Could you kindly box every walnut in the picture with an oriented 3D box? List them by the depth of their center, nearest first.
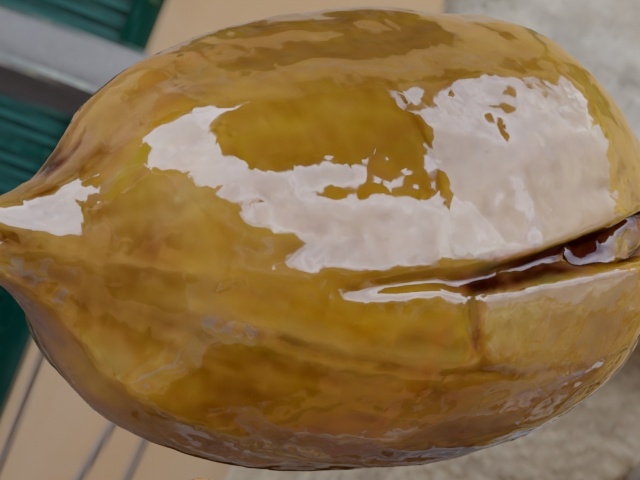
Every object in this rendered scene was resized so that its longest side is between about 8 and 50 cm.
[{"bbox_3d":[0.000,0.000,0.808,0.336,0.209,0.209,0,45,-36],"label":"walnut"}]

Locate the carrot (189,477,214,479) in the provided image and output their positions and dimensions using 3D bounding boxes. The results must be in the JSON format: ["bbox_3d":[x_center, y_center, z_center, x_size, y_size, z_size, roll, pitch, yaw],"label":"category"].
[{"bbox_3d":[-0.025,0.309,1.428,0.254,0.196,0.196,28,33,-28],"label":"carrot"}]
